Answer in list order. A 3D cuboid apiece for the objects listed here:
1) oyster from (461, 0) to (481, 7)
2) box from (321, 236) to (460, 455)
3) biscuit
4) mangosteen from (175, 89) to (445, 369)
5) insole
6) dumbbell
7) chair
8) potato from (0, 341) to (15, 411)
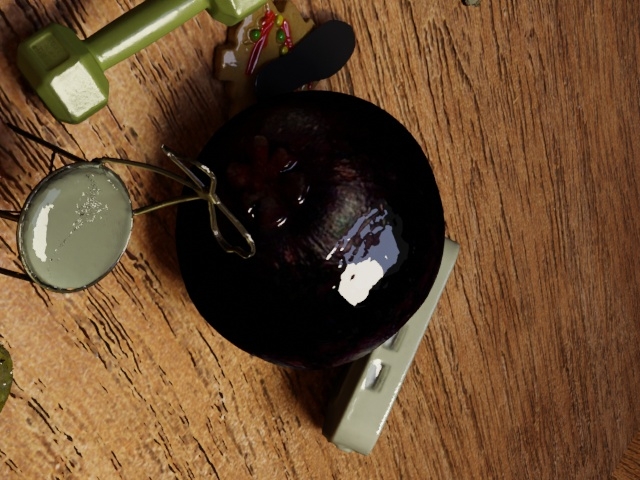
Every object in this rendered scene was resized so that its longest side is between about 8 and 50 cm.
[{"bbox_3d":[0.289,-0.495,1.727,0.132,0.029,0.086,-63,147,-17],"label":"oyster"},{"bbox_3d":[0.106,0.177,1.583,0.373,0.091,0.367,-64,177,-10],"label":"box"},{"bbox_3d":[-0.061,-0.265,1.379,0.239,0.041,0.212,-15,114,-46],"label":"biscuit"},{"bbox_3d":[0.000,0.000,1.311,0.382,0.382,0.435,-63,155,-11],"label":"mangosteen"},{"bbox_3d":[-0.020,-0.267,1.397,0.253,0.005,0.086,-39,131,-42],"label":"insole"},{"bbox_3d":[-0.201,-0.252,1.084,0.302,0.121,0.108,-34,162,-11],"label":"dumbbell"},{"bbox_3d":[-0.253,-0.022,1.005,0.170,0.326,0.159,-49,137,-28],"label":"chair"},{"bbox_3d":[-0.433,0.210,1.067,0.225,0.090,0.117,-60,141,-17],"label":"potato"}]
